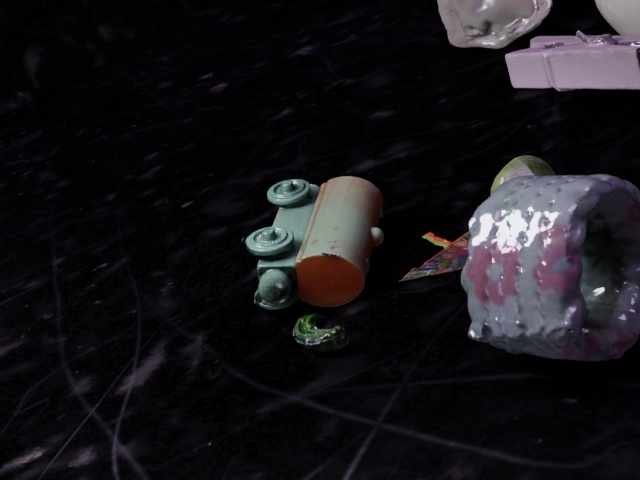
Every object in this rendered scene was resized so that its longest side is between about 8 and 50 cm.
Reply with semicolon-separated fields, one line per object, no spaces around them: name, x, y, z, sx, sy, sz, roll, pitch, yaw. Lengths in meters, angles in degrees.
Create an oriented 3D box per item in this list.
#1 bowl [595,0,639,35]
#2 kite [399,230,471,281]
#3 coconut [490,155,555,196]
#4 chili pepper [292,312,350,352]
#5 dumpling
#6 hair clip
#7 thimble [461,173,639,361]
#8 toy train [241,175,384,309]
bowl;0.536;-0.463;2.037;0.277;0.145;0.277;-56;11;17
kite;0.184;0.007;1.668;0.190;0.010;0.159;-35;26;-28
coconut;0.270;-0.068;1.664;0.087;0.088;0.096;-29;-5;-16
chili pepper;-0.005;0.118;1.572;0.055;0.035;0.118;-15;12;-15
dumpling;0.320;-0.432;2.339;0.250;0.162;0.132;14;5;38
hair clip;0.427;-0.283;1.979;0.101;0.085;0.330;-31;23;-24
thimble;0.253;0.034;1.337;0.149;0.185;0.211;1;47;46
toy train;0.000;0.000;1.740;0.177;0.116;0.285;-3;26;11
